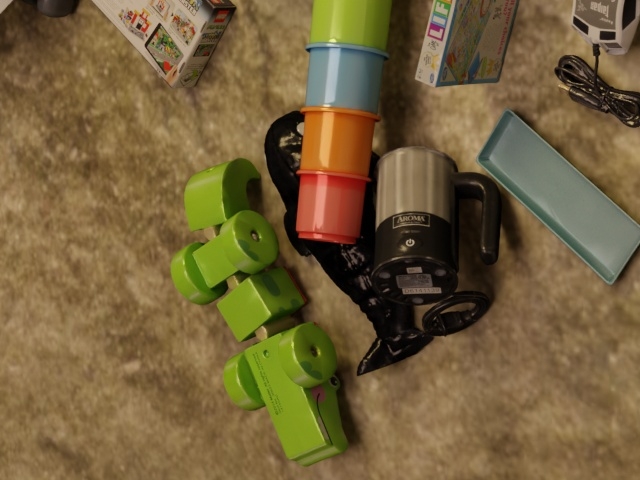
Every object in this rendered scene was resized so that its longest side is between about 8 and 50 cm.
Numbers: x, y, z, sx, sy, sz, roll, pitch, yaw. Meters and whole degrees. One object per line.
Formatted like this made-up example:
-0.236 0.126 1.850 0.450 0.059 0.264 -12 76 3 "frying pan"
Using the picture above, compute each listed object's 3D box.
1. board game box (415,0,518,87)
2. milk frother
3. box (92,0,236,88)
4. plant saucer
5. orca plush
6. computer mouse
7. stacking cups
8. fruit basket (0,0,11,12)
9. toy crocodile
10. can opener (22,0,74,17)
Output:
0.146 -0.222 1.775 0.026 0.103 0.154 27 112 35 "board game box"
0.109 0.006 1.852 0.143 0.129 0.135 105 171 -55 "milk frother"
-0.189 -0.277 2.101 0.207 0.036 0.114 48 123 26 "box"
0.228 -0.043 1.787 0.192 0.018 0.067 45 122 26 "plant saucer"
0.000 0.000 1.932 0.151 0.102 0.287 -19 84 41 "orca plush"
0.262 -0.204 1.701 0.106 0.042 0.193 31 133 39 "computer mouse"
0.016 -0.157 1.857 0.096 0.096 0.316 7 87 40 "stacking cups"
-0.475 -0.393 2.264 0.327 0.165 0.353 -36 80 42 "fruit basket"
-0.058 0.075 2.005 0.115 0.105 0.341 -33 79 40 "toy crocodile"
-0.301 -0.393 2.143 0.076 0.095 0.283 33 116 34 "can opener"
